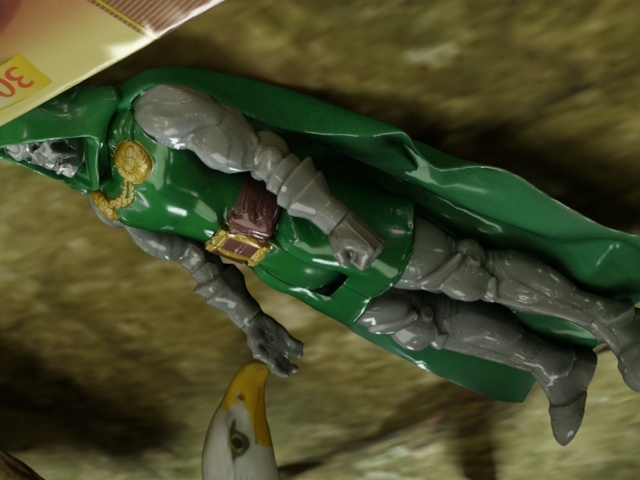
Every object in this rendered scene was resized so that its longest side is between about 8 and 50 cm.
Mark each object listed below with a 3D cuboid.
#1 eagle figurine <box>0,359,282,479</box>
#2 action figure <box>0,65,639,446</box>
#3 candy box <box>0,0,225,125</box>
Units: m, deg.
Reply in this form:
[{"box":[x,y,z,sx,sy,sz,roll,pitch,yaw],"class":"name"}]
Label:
[{"box":[-0.063,0.151,0.644,0.298,0.225,0.226,1,161,-10],"class":"eagle figurine"},{"box":[0.000,0.000,0.548,0.232,0.063,0.137,23,142,-13],"class":"action figure"},{"box":[-0.077,-0.101,0.439,0.186,0.053,0.109,-22,133,33],"class":"candy box"}]
